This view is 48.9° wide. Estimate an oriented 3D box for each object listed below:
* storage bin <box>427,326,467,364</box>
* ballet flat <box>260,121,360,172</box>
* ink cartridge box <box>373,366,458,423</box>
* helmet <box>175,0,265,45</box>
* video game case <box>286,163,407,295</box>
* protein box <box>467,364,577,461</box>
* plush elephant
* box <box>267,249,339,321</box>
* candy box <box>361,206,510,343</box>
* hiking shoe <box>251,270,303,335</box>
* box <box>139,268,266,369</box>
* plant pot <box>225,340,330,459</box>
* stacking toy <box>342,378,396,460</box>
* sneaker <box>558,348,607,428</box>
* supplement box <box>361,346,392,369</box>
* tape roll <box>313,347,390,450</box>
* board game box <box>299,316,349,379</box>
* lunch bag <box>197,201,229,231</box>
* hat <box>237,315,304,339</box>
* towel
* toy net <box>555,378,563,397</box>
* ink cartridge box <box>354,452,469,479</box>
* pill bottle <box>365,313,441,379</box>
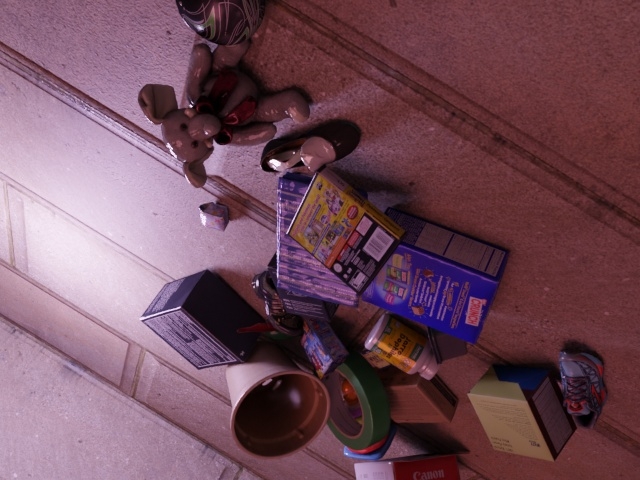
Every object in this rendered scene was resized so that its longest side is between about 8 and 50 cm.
[{"bbox_3d":[0.348,0.265,1.933,0.091,0.098,0.135,-12,130,10],"label":"storage bin"},{"bbox_3d":[-0.033,-0.201,1.646,0.281,0.096,0.095,-8,127,42],"label":"ballet flat"},{"bbox_3d":[0.285,0.488,2.233,0.235,0.088,0.193,-15,124,46],"label":"ink cartridge box"},{"bbox_3d":[-0.188,-0.471,1.389,0.162,0.169,0.169,19,145,40],"label":"helmet"},{"bbox_3d":[0.054,-0.018,1.680,0.248,0.035,0.274,40,144,8],"label":"video game case"},{"bbox_3d":[0.547,0.463,1.913,0.200,0.136,0.201,-7,115,52],"label":"protein box"},{"bbox_3d":[-0.248,-0.279,1.575,0.330,0.255,0.272,-13,125,45],"label":"plush elephant"},{"bbox_3d":[-0.039,0.118,2.016,0.153,0.108,0.207,9,138,27],"label":"box"},{"bbox_3d":[0.276,0.090,1.741,0.317,0.122,0.268,22,141,15],"label":"candy box"},{"bbox_3d":[-0.117,0.187,2.143,0.226,0.086,0.114,55,136,0],"label":"hiking shoe"},{"bbox_3d":[-0.398,0.276,2.403,0.296,0.182,0.294,46,143,-22],"label":"box"},{"bbox_3d":[-0.174,0.502,2.363,0.333,0.334,0.305,57,175,-30],"label":"plant pot"},{"bbox_3d":[0.130,0.604,2.452,0.166,0.175,0.301,-3,120,35],"label":"stacking toy"},{"bbox_3d":[0.670,0.385,1.796,0.104,0.125,0.261,-3,132,38],"label":"sneaker"},{"bbox_3d":[0.184,0.327,2.120,0.083,0.083,0.056,42,142,-12],"label":"supplement box"},{"bbox_3d":[0.095,0.509,2.266,0.321,0.077,0.321,32,131,48],"label":"tape roll"},{"bbox_3d":[-0.003,0.311,2.191,0.194,0.060,0.194,60,156,19],"label":"board game box"},{"bbox_3d":[-0.311,-0.073,2.040,0.083,0.053,0.071,14,144,9],"label":"lunch bag"},{"bbox_3d":[-0.144,0.307,2.252,0.209,0.183,0.173,29,144,4],"label":"hat"},{"bbox_3d":[0.000,0.000,1.819,0.243,0.040,0.335,14,119,20],"label":"towel"},{"bbox_3d":[0.616,0.429,1.964,0.122,0.045,0.232,38,145,21],"label":"toy net"},{"bbox_3d":[0.323,0.806,2.410,0.310,0.130,0.272,6,160,-36],"label":"ink cartridge box"},{"bbox_3d":[0.244,0.311,2.030,0.208,0.117,0.117,32,144,1],"label":"pill bottle"}]
